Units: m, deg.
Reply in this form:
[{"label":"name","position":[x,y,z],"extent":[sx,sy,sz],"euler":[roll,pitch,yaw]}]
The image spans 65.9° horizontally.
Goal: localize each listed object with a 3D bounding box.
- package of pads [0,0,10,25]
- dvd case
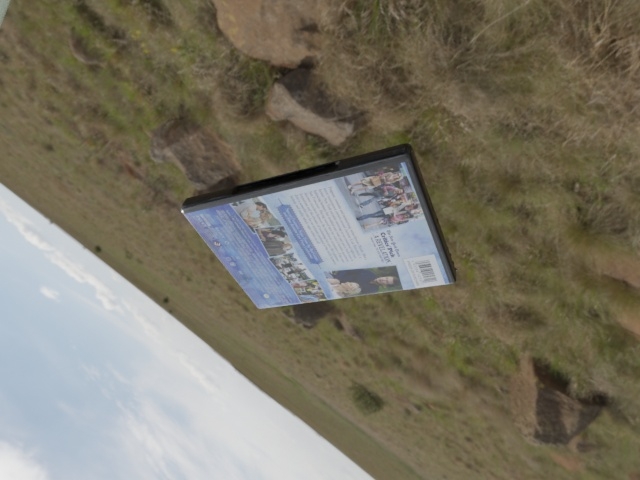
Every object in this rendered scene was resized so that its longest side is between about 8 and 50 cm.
[{"label":"package of pads","position":[-0.310,-0.124,0.242],"extent":[0.229,0.296,0.101],"euler":[-33,101,36]},{"label":"dvd case","position":[0.000,0.000,0.530],"extent":[0.252,0.022,0.180],"euler":[-10,132,23]}]
